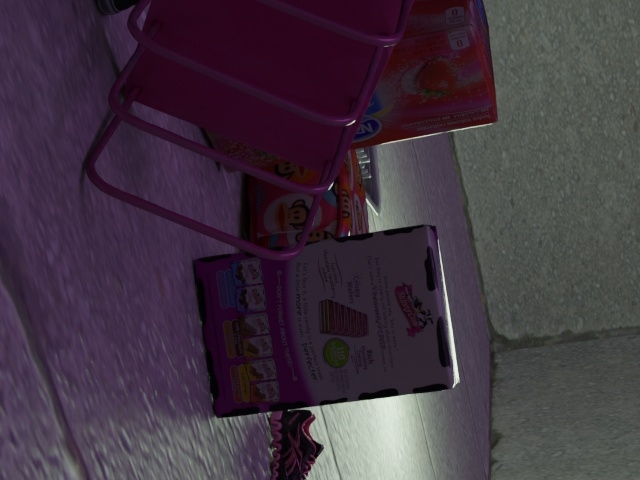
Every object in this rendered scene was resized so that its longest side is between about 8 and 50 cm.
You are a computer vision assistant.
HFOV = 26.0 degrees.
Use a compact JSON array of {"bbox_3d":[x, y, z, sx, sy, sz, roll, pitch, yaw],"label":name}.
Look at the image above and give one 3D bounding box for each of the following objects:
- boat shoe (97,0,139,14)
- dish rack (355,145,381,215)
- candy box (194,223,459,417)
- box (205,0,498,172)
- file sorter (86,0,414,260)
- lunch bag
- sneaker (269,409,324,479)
[{"bbox_3d":[-0.164,-0.244,1.227,0.142,0.040,0.049,-84,161,-50],"label":"boat shoe"},{"bbox_3d":[0.020,-0.216,2.006,0.285,0.072,0.332,49,35,-70],"label":"dish rack"},{"bbox_3d":[0.007,0.078,1.343,0.071,0.233,0.159,-4,86,-78],"label":"candy box"},{"bbox_3d":[0.022,-0.194,1.442,0.142,0.300,0.154,66,19,-47],"label":"box"},{"bbox_3d":[-0.042,-0.160,1.076,0.182,0.202,0.290,-74,-173,-55],"label":"file sorter"},{"bbox_3d":[0.000,0.000,1.641,0.258,0.120,0.293,67,18,-51],"label":"lunch bag"},{"bbox_3d":[-0.023,0.239,1.520,0.047,0.057,0.119,49,36,-72],"label":"sneaker"}]
